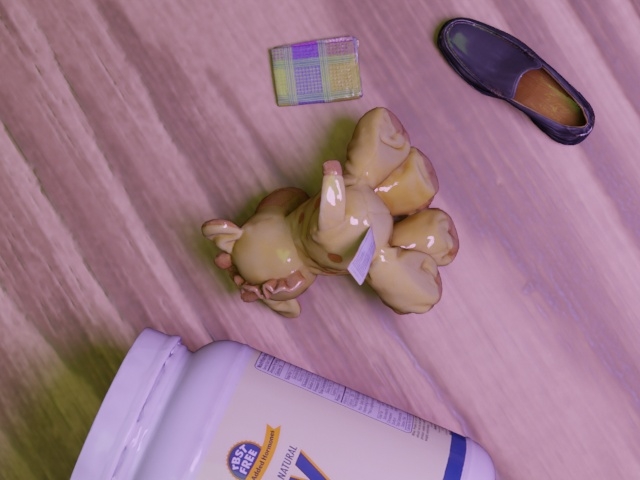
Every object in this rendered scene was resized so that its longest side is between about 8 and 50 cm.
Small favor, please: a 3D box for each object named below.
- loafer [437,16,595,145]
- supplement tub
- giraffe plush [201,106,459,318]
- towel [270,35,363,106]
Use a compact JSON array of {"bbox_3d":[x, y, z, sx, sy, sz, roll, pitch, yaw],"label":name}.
[{"bbox_3d":[0.183,-0.152,1.290,0.170,0.061,0.062,33,91,2],"label":"loafer"},{"bbox_3d":[-0.038,0.226,1.204,0.325,0.235,0.235,22,90,1],"label":"supplement tub"},{"bbox_3d":[0.000,0.000,1.255,0.170,0.210,0.181,-16,102,33],"label":"giraffe plush"},{"bbox_3d":[-0.002,-0.158,1.319,0.083,0.009,0.060,-7,90,1],"label":"towel"}]
